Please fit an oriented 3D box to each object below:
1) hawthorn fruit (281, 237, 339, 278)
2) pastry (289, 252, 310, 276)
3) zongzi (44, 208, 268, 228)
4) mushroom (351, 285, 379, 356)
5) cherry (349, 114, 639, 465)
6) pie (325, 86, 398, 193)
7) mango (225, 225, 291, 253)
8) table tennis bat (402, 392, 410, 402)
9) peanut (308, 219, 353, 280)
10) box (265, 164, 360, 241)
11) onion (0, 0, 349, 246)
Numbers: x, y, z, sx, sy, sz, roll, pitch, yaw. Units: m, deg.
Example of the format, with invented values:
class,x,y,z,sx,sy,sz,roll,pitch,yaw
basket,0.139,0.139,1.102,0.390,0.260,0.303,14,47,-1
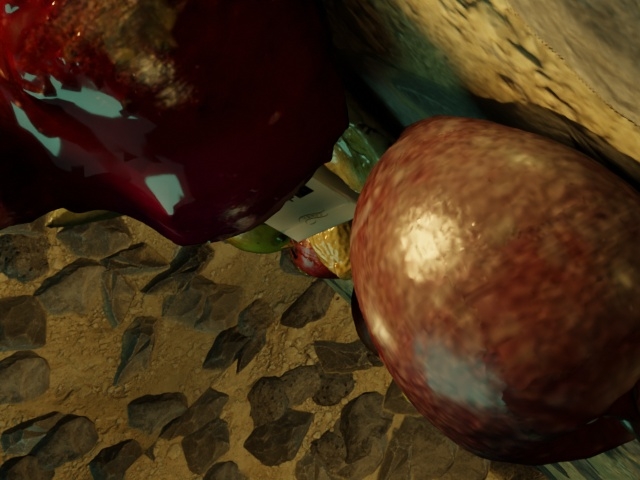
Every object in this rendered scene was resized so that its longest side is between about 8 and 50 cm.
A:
class,x,y,z,sx,sy,sz,roll,pitch,yaw
hawthorn fruit,0.010,0.001,1.513,0.148,0.172,0.148,165,90,-69
pastry,0.003,0.004,1.717,0.081,0.153,0.153,37,175,1
zongzi,-0.204,-0.077,1.445,0.356,0.392,0.174,43,154,-27
mushroom,0.129,0.010,0.933,0.148,0.226,0.217,22,-156,24
cherry,0.128,0.030,0.610,0.300,0.203,0.230,58,-175,32
pie,0.017,-0.129,1.009,0.274,0.055,0.274,44,175,5
mango,-0.151,-0.112,1.766,0.225,0.201,0.382,31,-164,-31
table tennis bat,0.114,0.094,1.356,0.224,0.054,0.368,-103,-3,-67
peanut,0.017,-0.031,1.408,0.093,0.083,0.194,-40,-68,-82
box,-0.067,-0.094,1.180,0.243,0.067,0.155,31,147,-31
onion,-0.211,-0.130,0.773,0.398,0.420,0.398,51,176,5
